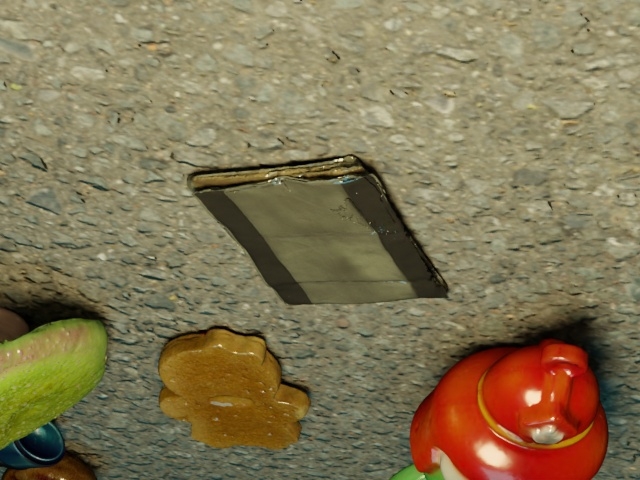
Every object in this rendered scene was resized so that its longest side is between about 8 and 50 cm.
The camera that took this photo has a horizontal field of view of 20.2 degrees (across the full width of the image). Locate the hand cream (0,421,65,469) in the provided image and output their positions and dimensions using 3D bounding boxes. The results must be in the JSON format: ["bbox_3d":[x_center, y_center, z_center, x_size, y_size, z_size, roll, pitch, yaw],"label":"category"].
[{"bbox_3d":[-0.416,0.234,2.104,0.270,0.061,0.120,-6,150,41],"label":"hand cream"}]

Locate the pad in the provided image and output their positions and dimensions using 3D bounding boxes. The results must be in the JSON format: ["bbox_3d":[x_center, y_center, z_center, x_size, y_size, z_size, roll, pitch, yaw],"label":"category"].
[{"bbox_3d":[0.000,0.001,1.596,0.174,0.022,0.233,-4,148,22],"label":"pad"}]

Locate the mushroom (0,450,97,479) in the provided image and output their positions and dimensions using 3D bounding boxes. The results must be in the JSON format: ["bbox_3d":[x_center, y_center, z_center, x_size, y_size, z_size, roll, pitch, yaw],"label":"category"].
[{"bbox_3d":[-0.322,0.299,2.142,0.127,0.087,0.127,11,150,7],"label":"mushroom"}]

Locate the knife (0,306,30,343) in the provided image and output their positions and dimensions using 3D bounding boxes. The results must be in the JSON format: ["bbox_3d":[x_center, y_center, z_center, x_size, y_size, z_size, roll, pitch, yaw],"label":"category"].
[{"bbox_3d":[-0.463,0.068,1.838,0.335,0.043,0.081,12,145,1],"label":"knife"}]

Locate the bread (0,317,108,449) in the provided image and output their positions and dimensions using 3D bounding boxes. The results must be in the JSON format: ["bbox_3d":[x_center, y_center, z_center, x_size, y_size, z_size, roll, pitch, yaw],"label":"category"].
[{"bbox_3d":[-0.339,0.172,1.802,0.301,0.045,0.301,-29,164,-9],"label":"bread"}]

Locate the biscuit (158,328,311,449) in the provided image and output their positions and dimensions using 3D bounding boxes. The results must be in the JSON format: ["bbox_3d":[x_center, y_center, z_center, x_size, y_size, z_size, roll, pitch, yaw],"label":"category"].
[{"bbox_3d":[-0.096,0.154,1.877,0.166,0.036,0.225,0,146,16],"label":"biscuit"}]

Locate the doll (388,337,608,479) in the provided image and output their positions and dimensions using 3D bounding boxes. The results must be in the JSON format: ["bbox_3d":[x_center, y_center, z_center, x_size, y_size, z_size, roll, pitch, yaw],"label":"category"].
[{"bbox_3d":[0.182,0.190,1.730,0.182,0.160,0.363,13,148,-8],"label":"doll"}]
